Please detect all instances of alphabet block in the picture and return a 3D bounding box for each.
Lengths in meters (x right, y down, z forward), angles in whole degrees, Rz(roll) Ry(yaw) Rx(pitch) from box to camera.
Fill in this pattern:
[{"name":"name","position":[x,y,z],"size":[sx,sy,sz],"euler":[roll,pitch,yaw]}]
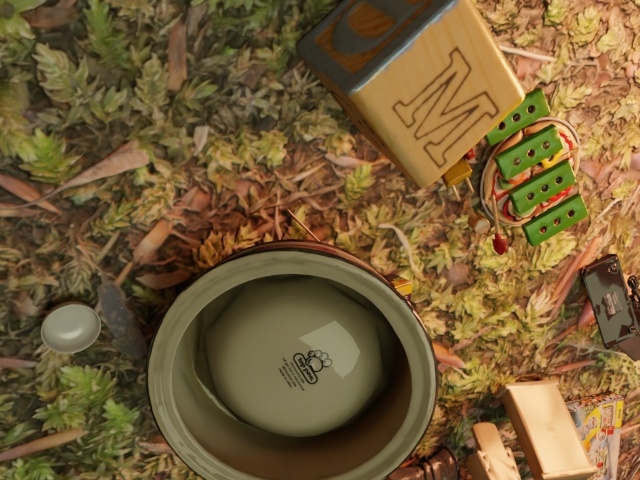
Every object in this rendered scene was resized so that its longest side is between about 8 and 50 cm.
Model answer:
[{"name":"alphabet block","position":[0.119,-0.226,1.135],"size":[0.193,0.192,0.197],"euler":[-41,128,4]}]

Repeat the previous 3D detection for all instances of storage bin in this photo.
[{"name":"storage bin","position":[0.648,0.191,1.742],"size":[0.091,0.098,0.135],"euler":[-42,130,16]}]

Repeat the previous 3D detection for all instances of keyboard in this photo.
[{"name":"keyboard","position":[0.573,0.114,1.655],"size":[0.108,0.023,0.180],"euler":[-23,106,-5]}]

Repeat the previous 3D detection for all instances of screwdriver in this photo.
[{"name":"screwdriver","position":[0.000,0.000,1.328],"size":[0.170,0.024,0.025],"euler":[50,61,-33]}]

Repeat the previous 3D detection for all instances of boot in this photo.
[{"name":"boot","position":[0.167,0.581,1.725],"size":[0.222,0.118,0.338],"euler":[-6,126,-31]}]

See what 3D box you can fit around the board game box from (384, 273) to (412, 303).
[{"name":"board game box","position":[0.072,0.143,1.391],"size":[0.170,0.048,0.141],"euler":[-15,116,-40]}]

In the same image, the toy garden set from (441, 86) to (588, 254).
[{"name":"toy garden set","position":[0.296,-0.095,1.368],"size":[0.203,0.049,0.244],"euler":[-29,117,-1]}]

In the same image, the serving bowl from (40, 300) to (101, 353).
[{"name":"serving bowl","position":[-0.355,0.118,1.208],"size":[0.083,0.027,0.083],"euler":[-14,126,-20]}]

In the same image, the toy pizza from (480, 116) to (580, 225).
[{"name":"toy pizza","position":[0.359,-0.110,1.432],"size":[0.201,0.032,0.201],"euler":[-13,125,-20]}]

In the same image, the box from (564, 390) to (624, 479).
[{"name":"box","position":[0.576,0.454,1.859],"size":[0.159,0.044,0.233],"euler":[-7,107,-23]}]

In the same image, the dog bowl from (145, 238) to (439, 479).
[{"name":"dog bowl","position":[-0.039,0.177,1.248],"size":[0.407,0.150,0.408],"euler":[0,110,1]}]

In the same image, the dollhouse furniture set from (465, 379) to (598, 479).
[{"name":"dollhouse furniture set","position":[0.350,0.451,1.739],"size":[0.286,0.198,0.303],"euler":[1,142,-26]}]
